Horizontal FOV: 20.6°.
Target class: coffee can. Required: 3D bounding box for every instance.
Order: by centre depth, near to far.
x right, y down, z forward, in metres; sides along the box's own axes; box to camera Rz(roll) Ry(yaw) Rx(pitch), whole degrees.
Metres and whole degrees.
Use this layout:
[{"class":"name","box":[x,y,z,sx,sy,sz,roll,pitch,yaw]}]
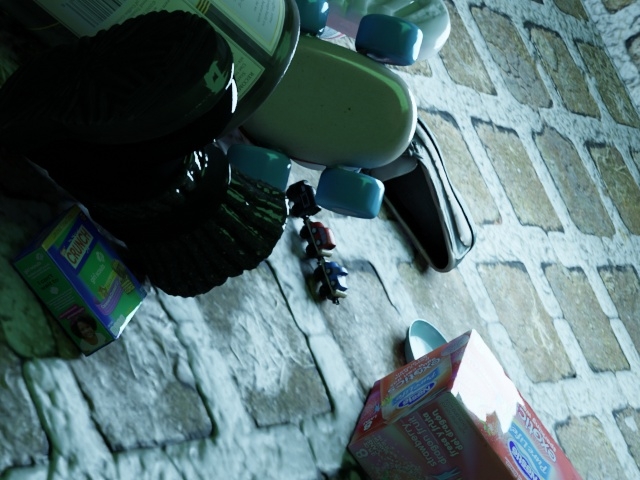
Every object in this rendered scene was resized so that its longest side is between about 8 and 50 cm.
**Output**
[{"class":"coffee can","box":[-0.182,-0.247,1.725,0.275,0.201,0.201,39,31,-37]}]

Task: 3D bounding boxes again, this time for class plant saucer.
[{"class":"plant saucer","box":[0.134,0.151,2.100,0.119,0.021,0.119,43,29,-31]}]

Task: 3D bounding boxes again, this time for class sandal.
[{"class":"sandal","box":[-0.051,-0.304,2.061,0.416,0.102,0.169,29,40,8]}]

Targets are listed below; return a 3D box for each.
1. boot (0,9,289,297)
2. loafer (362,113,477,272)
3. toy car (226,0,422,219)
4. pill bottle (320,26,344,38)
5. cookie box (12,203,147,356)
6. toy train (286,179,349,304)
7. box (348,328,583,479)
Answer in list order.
[{"class":"boot","box":[-0.117,-0.065,1.534,0.260,0.348,0.131,44,68,-26]},{"class":"loafer","box":[0.111,-0.079,2.235,0.267,0.096,0.084,55,31,-14]},{"class":"toy car","box":[-0.014,-0.144,2.004,0.210,0.238,0.219,15,83,-11]},{"class":"pill bottle","box":[-0.024,-0.312,2.213,0.180,0.108,0.108,-5,67,-63]},{"class":"cookie box","box":[-0.211,0.034,1.552,0.107,0.040,0.092,53,26,-13]},{"class":"toy train","box":[0.000,0.000,1.995,0.027,0.036,0.158,19,46,-55]},{"class":"box","box":[0.181,0.272,1.909,0.300,0.142,0.154,53,25,-13]}]
